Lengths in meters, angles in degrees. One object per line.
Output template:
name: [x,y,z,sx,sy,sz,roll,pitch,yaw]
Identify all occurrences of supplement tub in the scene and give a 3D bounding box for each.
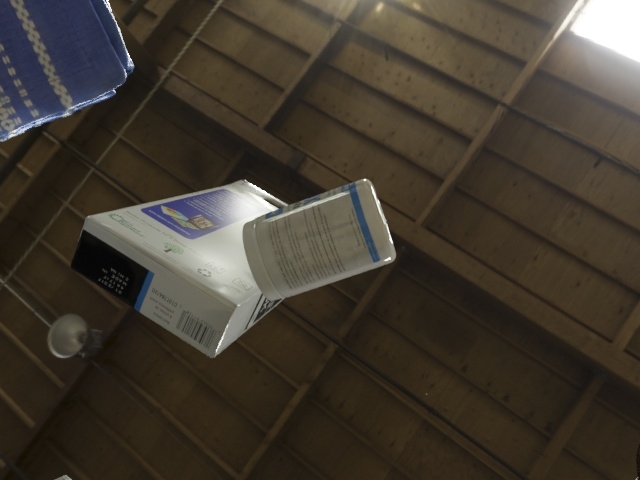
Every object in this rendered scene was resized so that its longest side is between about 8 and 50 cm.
supplement tub: [0.000,0.000,0.452,0.107,0.071,0.071,-18,-107,8]

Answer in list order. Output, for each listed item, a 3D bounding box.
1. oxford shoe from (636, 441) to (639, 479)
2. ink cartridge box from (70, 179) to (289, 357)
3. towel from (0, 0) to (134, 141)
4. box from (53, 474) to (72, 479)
oxford shoe: [0.325,0.234,0.480,0.082,0.227,0.096,-35,-153,-8]
ink cartridge box: [-0.102,0.009,0.650,0.165,0.332,0.065,29,-71,10]
towel: [-0.259,-0.117,0.229,0.040,0.243,0.336,17,-137,41]
box: [-0.182,0.238,0.312,0.183,0.231,0.056,23,-81,23]
